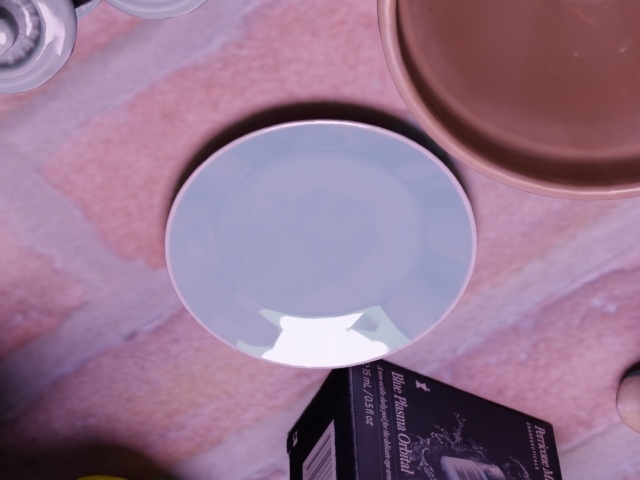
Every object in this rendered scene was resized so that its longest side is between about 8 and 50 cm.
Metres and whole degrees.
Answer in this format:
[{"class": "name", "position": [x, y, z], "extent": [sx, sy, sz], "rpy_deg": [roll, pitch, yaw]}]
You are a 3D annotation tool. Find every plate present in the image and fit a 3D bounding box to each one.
[{"class": "plate", "position": [0.000, 0.000, 1.119], "extent": [0.188, 0.024, 0.188], "rpy_deg": [-1, 127, -2]}]

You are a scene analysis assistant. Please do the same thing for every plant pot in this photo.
[{"class": "plant pot", "position": [0.145, -0.145, 0.959], "extent": [0.237, 0.110, 0.237], "rpy_deg": [-1, 126, -1]}]

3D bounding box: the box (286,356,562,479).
[{"class": "box", "position": [0.068, 0.171, 1.168], "extent": [0.158, 0.156, 0.093], "rpy_deg": [22, 123, -17]}]

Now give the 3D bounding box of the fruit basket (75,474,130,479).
[{"class": "fruit basket", "position": [-0.179, 0.224, 1.131], "extent": [0.392, 0.392, 0.283], "rpy_deg": [1, 128, -2]}]

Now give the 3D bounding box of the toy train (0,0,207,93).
[{"class": "toy train", "position": [-0.101, -0.207, 0.900], "extent": [0.334, 0.142, 0.190], "rpy_deg": [-23, 112, 18]}]

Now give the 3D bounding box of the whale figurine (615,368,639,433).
[{"class": "whale figurine", "position": [0.291, 0.137, 1.171], "extent": [0.216, 0.141, 0.272], "rpy_deg": [33, 151, 22]}]
